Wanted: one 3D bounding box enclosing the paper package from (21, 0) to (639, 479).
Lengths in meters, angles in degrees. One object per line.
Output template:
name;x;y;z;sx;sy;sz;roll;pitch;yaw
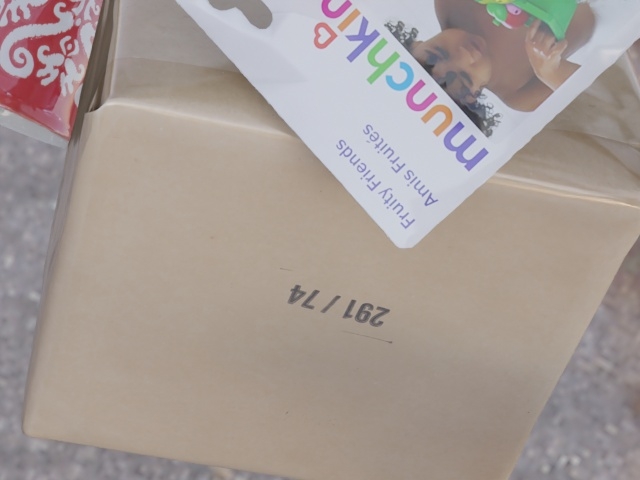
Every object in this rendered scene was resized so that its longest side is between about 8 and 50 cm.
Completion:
paper package;0.000;0.000;1.135;0.325;0.309;0.168;11;43;-10

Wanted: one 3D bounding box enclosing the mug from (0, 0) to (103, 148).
mug;-0.203;-0.169;1.276;0.150;0.169;0.113;27;-7;-29

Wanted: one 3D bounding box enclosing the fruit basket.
fruit basket;0.059;-0.229;0.916;0.327;0.353;0.165;49;8;8
